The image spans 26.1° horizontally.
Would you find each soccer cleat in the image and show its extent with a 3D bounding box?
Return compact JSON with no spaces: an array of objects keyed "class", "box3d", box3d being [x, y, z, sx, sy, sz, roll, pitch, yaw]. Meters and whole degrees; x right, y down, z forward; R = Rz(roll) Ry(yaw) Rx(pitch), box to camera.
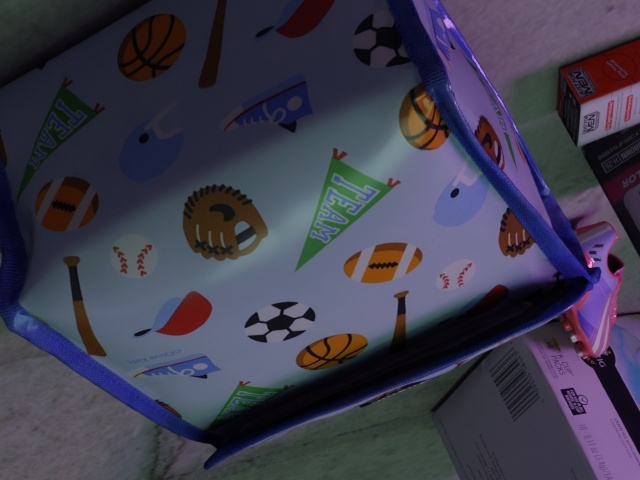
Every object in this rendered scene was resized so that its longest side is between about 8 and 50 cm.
[{"class":"soccer cleat","box3d":[0.296,0.058,1.502,0.095,0.083,0.248,-31,148,5]}]

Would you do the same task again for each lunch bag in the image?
[{"class":"lunch bag","box3d":[0.000,0.000,0.989,0.327,0.239,0.385,-26,144,13]}]

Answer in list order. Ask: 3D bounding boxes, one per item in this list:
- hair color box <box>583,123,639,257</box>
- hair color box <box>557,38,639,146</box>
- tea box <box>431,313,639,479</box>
[{"class":"hair color box","box3d":[0.394,0.023,1.229,0.174,0.347,0.105,-33,150,18]},{"class":"hair color box","box3d":[0.278,-0.138,1.191,0.141,0.043,0.072,-22,151,-5]},{"class":"tea box","box3d":[0.369,0.281,1.665,0.323,0.329,0.220,-3,145,-34]}]
